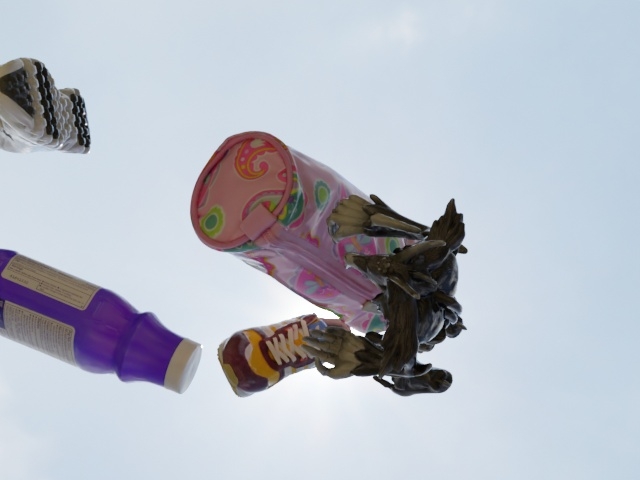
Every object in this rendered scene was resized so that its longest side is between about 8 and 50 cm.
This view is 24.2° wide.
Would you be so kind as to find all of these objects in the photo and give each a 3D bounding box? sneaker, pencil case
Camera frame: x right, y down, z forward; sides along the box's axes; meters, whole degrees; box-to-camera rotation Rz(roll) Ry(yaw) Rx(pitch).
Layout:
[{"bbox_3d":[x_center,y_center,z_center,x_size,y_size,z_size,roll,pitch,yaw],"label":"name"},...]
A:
[{"bbox_3d":[-0.035,0.107,1.525,0.084,0.185,0.069,-27,-93,24],"label":"sneaker"},{"bbox_3d":[0.000,0.000,1.417,0.124,0.284,0.124,-15,-119,29],"label":"pencil case"},{"bbox_3d":[-0.381,-0.157,1.908,0.118,0.292,0.110,-9,-99,4],"label":"sneaker"}]

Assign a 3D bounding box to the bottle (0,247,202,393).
[{"bbox_3d":[-0.283,0.103,1.808,0.283,0.118,0.092,21,-121,11],"label":"bottle"}]

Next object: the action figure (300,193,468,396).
[{"bbox_3d":[0.057,0.053,1.287,0.141,0.276,0.164,15,-107,12],"label":"action figure"}]
